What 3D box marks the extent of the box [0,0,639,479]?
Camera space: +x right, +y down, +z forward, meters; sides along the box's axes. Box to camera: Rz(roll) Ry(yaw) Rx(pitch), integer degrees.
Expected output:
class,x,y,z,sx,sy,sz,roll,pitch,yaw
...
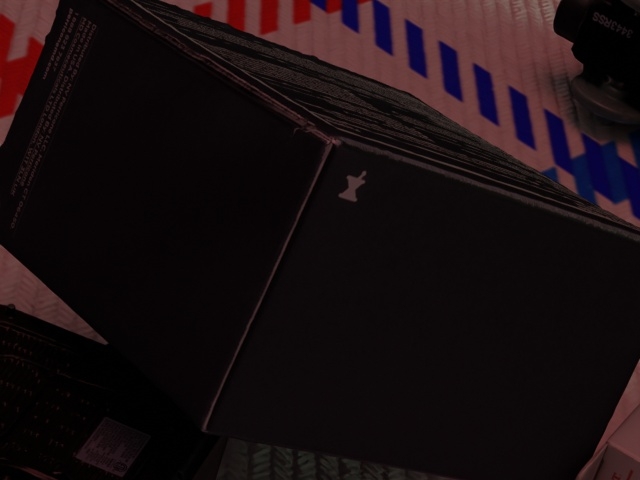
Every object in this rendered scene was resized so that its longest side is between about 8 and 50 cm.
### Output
class,x,y,z,sx,sy,sz,roll,pitch,yaw
box,0.000,0.000,1.176,0.296,0.182,0.294,16,12,-39

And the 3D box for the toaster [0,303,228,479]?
class,x,y,z,sx,sy,sz,roll,pitch,yaw
toaster,-0.157,0.142,1.104,0.168,0.110,0.185,20,34,9

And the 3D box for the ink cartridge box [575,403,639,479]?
class,x,y,z,sx,sy,sz,roll,pitch,yaw
ink cartridge box,0.210,0.153,1.226,0.060,0.104,0.180,30,38,20

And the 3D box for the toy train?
class,x,y,z,sx,sy,sz,roll,pitch,yaw
toy train,0.364,-0.135,1.674,0.334,0.142,0.190,31,28,23
